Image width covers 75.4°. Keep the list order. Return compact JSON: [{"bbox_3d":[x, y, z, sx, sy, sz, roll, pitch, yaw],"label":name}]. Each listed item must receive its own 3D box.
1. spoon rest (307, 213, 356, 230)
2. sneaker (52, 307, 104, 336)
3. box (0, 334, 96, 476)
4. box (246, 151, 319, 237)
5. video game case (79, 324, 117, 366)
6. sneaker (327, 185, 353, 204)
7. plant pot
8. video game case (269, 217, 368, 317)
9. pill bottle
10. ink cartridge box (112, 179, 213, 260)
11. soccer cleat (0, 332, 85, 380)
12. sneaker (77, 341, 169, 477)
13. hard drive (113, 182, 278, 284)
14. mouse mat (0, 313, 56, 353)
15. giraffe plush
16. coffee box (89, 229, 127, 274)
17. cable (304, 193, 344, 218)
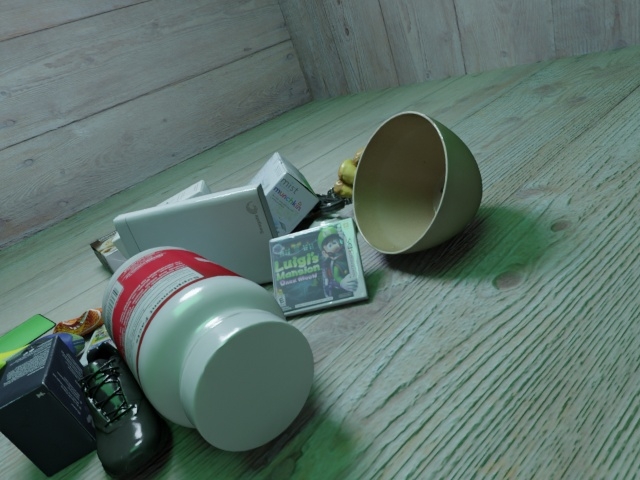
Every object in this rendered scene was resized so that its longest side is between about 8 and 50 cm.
[{"bbox_3d":[0.000,0.000,1.030,0.137,0.084,0.276,-6,16,27],"label":"spoon rest"},{"bbox_3d":[-0.617,0.226,1.073,0.175,0.064,0.067,-21,-12,14],"label":"sneaker"},{"bbox_3d":[-0.462,0.278,0.715,0.093,0.156,0.158,-29,26,-15],"label":"box"},{"bbox_3d":[-0.144,-0.107,1.169,0.231,0.126,0.262,-47,24,8],"label":"box"},{"bbox_3d":[-0.447,0.225,0.968,0.212,0.023,0.193,-23,25,-2],"label":"video game case"},{"bbox_3d":[0.101,-0.151,1.270,0.162,0.063,0.073,-12,11,7],"label":"sneaker"},{"bbox_3d":[0.226,-0.106,0.875,0.190,0.284,0.284,6,12,-29],"label":"plant pot"},{"bbox_3d":[-0.009,0.056,0.848,0.190,0.022,0.173,-15,65,14],"label":"video game case"},{"bbox_3d":[-0.198,0.152,0.680,0.229,0.229,0.407,-35,29,-27],"label":"pill bottle"},{"bbox_3d":[-0.389,-0.007,1.144,0.272,0.197,0.114,-29,25,2],"label":"ink cartridge box"},{"bbox_3d":[-0.696,0.292,0.983,0.289,0.093,0.121,-20,-6,12],"label":"soccer cleat"},{"bbox_3d":[-0.341,0.266,0.681,0.109,0.130,0.286,-32,28,-26],"label":"sneaker"},{"bbox_3d":[-0.274,0.015,0.971,0.353,0.233,0.047,-11,24,10],"label":"hard drive"},{"bbox_3d":[-0.872,0.277,1.212,0.189,0.007,0.152,5,36,41],"label":"mouse mat"},{"bbox_3d":[0.139,-0.116,1.076,0.210,0.181,0.170,15,40,-3],"label":"giraffe plush"},{"bbox_3d":[-0.687,0.037,1.436,0.141,0.098,0.246,-36,29,-30],"label":"coffee box"},{"bbox_3d":[0.002,-0.091,1.183,0.139,0.072,0.287,-18,17,-29],"label":"cable"}]
